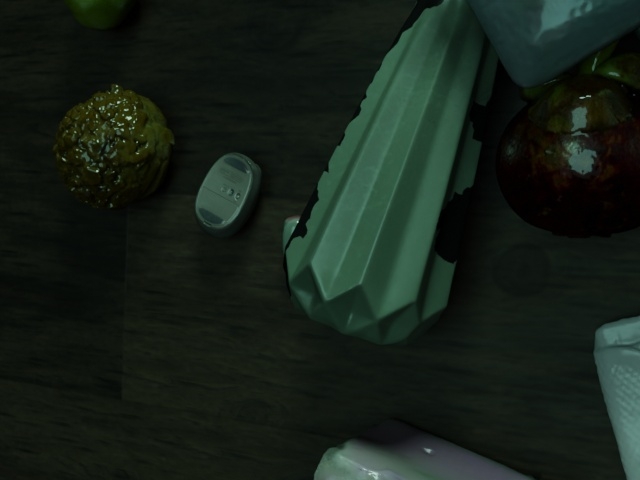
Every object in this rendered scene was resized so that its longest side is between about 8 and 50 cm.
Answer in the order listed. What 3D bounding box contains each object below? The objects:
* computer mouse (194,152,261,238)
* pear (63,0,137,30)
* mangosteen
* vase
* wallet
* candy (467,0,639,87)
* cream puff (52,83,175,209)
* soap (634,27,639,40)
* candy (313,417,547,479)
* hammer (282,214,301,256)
[{"bbox_3d":[-0.099,-0.048,0.910,0.066,0.039,0.096,30,96,22],"label":"computer mouse"},{"bbox_3d":[-0.254,-0.291,0.955,0.097,0.092,0.092,-9,87,26],"label":"pear"},{"bbox_3d":[0.212,-0.090,0.692,0.146,0.156,0.181,-19,100,9],"label":"mangosteen"},{"bbox_3d":[0.086,-0.090,0.765,0.165,0.165,0.360,21,96,24],"label":"vase"},{"bbox_3d":[0.315,0.150,0.719,0.124,0.032,0.182,-16,83,23],"label":"wallet"},{"bbox_3d":[0.173,-0.219,0.635,0.138,0.071,0.174,-30,74,17],"label":"candy"},{"bbox_3d":[-0.240,-0.101,0.941,0.126,0.103,0.144,50,116,15],"label":"cream puff"},{"bbox_3d":[0.304,-0.248,0.629,0.323,0.109,0.193,59,156,13],"label":"soap"},{"bbox_3d":[0.130,0.265,0.741,0.265,0.155,0.115,20,103,24],"label":"candy"},{"bbox_3d":[0.000,0.000,0.870,0.083,0.031,0.052,1,95,20],"label":"hammer"}]
